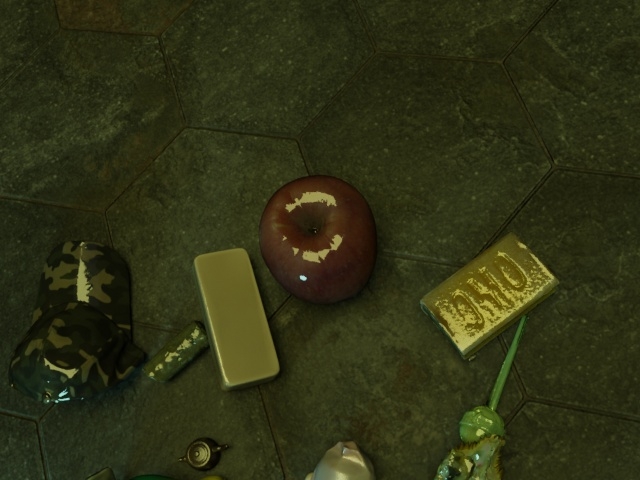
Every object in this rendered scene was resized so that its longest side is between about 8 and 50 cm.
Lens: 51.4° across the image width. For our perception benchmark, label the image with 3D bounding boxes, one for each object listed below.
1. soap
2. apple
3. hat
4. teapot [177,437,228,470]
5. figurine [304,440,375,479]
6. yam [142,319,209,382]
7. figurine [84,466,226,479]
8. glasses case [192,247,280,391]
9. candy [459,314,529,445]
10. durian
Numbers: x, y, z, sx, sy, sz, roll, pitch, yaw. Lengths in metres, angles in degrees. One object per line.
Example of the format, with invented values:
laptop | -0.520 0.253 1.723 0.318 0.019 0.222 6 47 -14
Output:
soap | 0.389 0.128 1.541 0.274 0.089 0.173 -37 66 -3
apple | 0.000 0.000 1.581 0.306 0.235 0.305 -3 69 8
hat | -0.638 0.191 1.666 0.367 0.257 0.381 -8 90 6
teapot | -0.272 0.498 1.557 0.121 0.068 0.076 -17 70 5
figurine | 0.029 0.570 1.441 0.200 0.133 0.275 15 74 37
yam | -0.348 0.277 1.641 0.179 0.078 0.078 -43 70 -5
figurine | -0.358 0.622 1.445 0.341 0.323 0.231 4 117 16
glasses case | -0.209 0.188 1.617 0.144 0.076 0.336 -10 68 -19
candy | 0.405 0.313 1.496 0.092 0.093 0.335 37 68 -24
durian | 0.310 0.539 1.377 0.172 0.166 0.306 14 88 18
